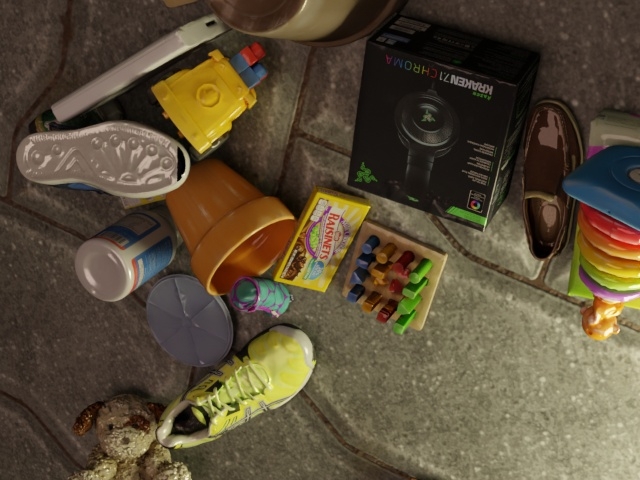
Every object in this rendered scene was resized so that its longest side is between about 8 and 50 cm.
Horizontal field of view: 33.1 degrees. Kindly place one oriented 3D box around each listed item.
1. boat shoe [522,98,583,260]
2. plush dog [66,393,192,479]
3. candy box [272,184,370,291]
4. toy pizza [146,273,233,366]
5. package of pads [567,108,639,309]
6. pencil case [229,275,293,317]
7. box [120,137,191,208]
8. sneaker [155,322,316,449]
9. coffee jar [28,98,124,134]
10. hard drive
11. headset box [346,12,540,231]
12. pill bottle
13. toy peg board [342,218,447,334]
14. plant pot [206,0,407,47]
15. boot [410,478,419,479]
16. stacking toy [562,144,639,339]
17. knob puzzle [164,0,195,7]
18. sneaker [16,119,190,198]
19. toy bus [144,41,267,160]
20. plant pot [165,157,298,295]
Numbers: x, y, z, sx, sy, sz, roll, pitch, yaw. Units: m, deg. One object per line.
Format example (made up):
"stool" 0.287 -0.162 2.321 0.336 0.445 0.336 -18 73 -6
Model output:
"boat shoe" 0.359 -0.088 1.687 0.095 0.095 0.258 2 112 25
"plush dog" -0.399 0.433 2.266 0.262 0.210 0.226 -2 98 -3
"candy box" 0.000 0.000 1.914 0.105 0.027 0.206 13 124 -22
"toy pizza" -0.256 0.156 2.136 0.201 0.032 0.201 11 115 23
"package of pads" 0.512 -0.035 1.633 0.229 0.101 0.297 13 117 22
"pencil case" -0.108 0.104 1.970 0.064 0.151 0.070 -23 75 18
"box" -0.310 -0.129 2.034 0.179 0.043 0.105 -10 106 32
"sneaker" -0.162 0.301 2.077 0.384 0.147 0.145 -40 89 26
"coffee jar" -0.468 -0.225 2.047 0.184 0.079 0.096 -23 103 31
"hard drive" -0.297 -0.304 1.854 0.307 0.203 0.040 -23 101 32
"headset box" 0.186 -0.178 1.696 0.246 0.131 0.283 21 128 17
"pill bottle" -0.345 0.016 2.006 0.124 0.221 0.124 10 115 23
"toy peg board" 0.117 0.072 1.887 0.160 0.079 0.161 24 119 15
"plant pot" -0.042 -0.431 1.630 0.323 0.280 0.323 11 116 23
"boot" 0.227 0.550 2.046 0.152 0.073 0.197 13 104 20
"stacking toy" 0.434 0.028 1.564 0.175 0.165 0.302 31 135 31
"knob puzzle" -0.239 -0.494 1.847 0.213 0.030 0.213 10 115 23
"sneaker" -0.346 -0.142 1.902 0.322 0.236 0.130 3 93 16
"toy bus" -0.176 -0.255 1.849 0.211 0.220 0.149 -39 96 -1
"plant pot" -0.174 -0.038 1.926 0.188 0.205 0.205 50 125 17
